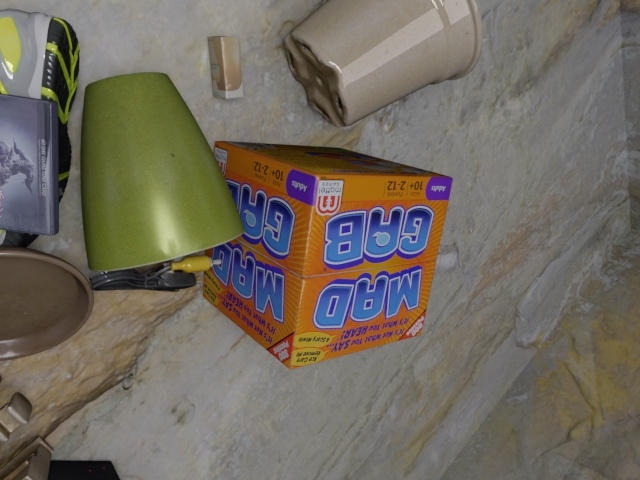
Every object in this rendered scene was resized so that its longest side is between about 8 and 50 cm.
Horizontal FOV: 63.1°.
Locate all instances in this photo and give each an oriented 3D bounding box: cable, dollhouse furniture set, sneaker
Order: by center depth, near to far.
[{"bbox_3d":[-0.485,-0.164,0.819,0.147,0.145,0.385,14,103,-10],"label":"sneaker"},{"bbox_3d":[-0.607,0.364,0.922,0.212,0.161,0.242,-41,107,-16],"label":"dollhouse furniture set"},{"bbox_3d":[-0.331,0.061,1.000,0.287,0.139,0.072,7,69,-58],"label":"cable"}]

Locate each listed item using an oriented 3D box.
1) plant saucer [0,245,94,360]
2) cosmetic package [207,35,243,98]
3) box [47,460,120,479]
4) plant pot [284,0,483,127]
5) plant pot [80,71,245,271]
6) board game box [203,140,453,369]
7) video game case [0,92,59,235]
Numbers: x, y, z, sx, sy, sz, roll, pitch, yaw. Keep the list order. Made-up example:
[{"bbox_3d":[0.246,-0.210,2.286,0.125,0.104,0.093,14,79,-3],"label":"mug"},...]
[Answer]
[{"bbox_3d":[-0.525,0.105,0.859,0.277,0.041,0.278,-18,141,-15],"label":"plant saucer"},{"bbox_3d":[-0.186,-0.340,1.023,0.041,0.060,0.115,-18,116,-34],"label":"cosmetic package"},{"bbox_3d":[-0.464,0.561,1.002,0.165,0.270,0.143,24,91,-43],"label":"box"},{"bbox_3d":[0.108,-0.408,1.096,0.305,0.334,0.334,-37,128,-10],"label":"plant pot"},{"bbox_3d":[-0.298,-0.127,0.904,0.274,0.274,0.294,-19,103,-33],"label":"plant pot"},{"bbox_3d":[0.000,0.000,1.110,0.356,0.356,0.356,-4,110,-38],"label":"board game box"},{"bbox_3d":[-0.516,-0.118,0.746,0.274,0.026,0.196,8,106,-1],"label":"video game case"}]
